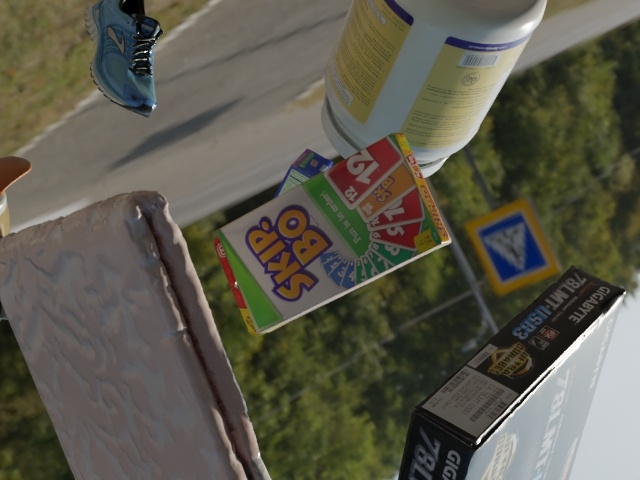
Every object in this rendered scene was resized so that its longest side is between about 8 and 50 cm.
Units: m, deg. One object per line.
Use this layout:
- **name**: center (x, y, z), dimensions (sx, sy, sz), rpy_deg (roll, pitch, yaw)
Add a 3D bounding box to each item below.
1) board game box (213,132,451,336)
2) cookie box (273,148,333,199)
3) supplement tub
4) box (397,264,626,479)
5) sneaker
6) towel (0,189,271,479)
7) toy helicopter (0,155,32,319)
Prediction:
- **board game box**: center (0.000, 0.000, 1.254), dimensions (0.259, 0.124, 0.039), rpy_deg (-28, 169, 28)
- **cookie box**: center (-0.032, -0.049, 1.450), dimensions (0.107, 0.040, 0.092), rpy_deg (-62, 177, 20)
- **supplement tub**: center (0.144, -0.264, 1.661), dimensions (0.241, 0.241, 0.331), rpy_deg (-29, 158, -36)
- **box**: center (0.174, 0.212, 1.168), dimensions (0.293, 0.073, 0.296), rpy_deg (-31, 140, -42)
- **sneaker**: center (-0.198, -0.201, 1.240), dimensions (0.073, 0.162, 0.063), rpy_deg (-35, 148, 27)
- **towel**: center (-0.157, 0.125, 1.001), dimensions (0.053, 0.317, 0.331), rpy_deg (-25, -173, -33)
- **toy helicopter**: center (-0.412, 0.029, 1.437), dimensions (0.140, 0.235, 0.355), rpy_deg (6, -168, -7)
